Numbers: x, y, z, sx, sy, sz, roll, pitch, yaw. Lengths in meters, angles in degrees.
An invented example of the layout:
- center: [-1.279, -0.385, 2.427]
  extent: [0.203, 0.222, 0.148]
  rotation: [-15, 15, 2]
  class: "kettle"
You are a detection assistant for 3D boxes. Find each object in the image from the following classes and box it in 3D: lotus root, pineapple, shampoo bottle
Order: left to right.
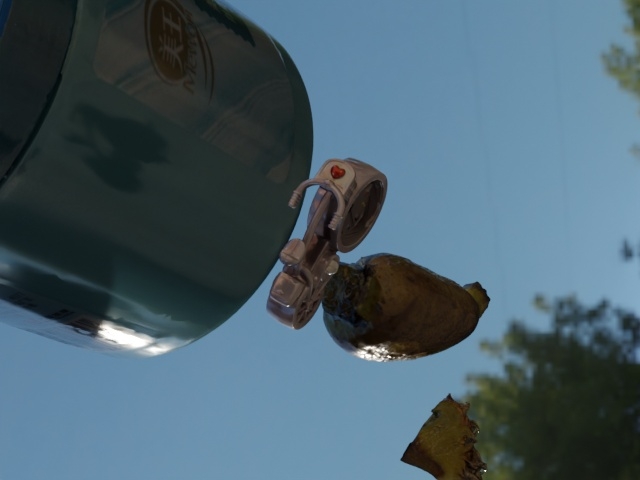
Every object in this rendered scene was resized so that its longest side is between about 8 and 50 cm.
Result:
- center: [-0.227, -0.097, 1.204]
  extent: [0.343, 0.331, 0.331]
  rotation: [29, -118, -48]
  class: "shampoo bottle"
- center: [0.089, 0.066, 1.406]
  extent: [0.191, 0.108, 0.094]
  rotation: [10, -119, -37]
  class: "lotus root"
- center: [0.129, 0.218, 1.481]
  extent: [0.077, 0.114, 0.114]
  rotation: [-19, -39, -28]
  class: "pineapple"

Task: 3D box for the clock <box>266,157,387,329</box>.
- center: [0.000, 0.000, 1.059]
  extent: [0.129, 0.041, 0.087]
  rotation: [-60, -21, -2]
  class: "clock"
